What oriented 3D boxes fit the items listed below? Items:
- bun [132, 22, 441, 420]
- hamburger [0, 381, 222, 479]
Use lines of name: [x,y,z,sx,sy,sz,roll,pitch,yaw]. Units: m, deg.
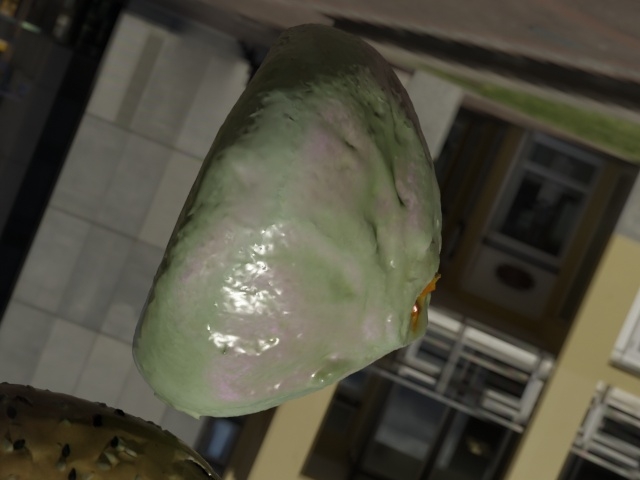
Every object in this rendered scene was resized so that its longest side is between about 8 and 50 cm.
bun: [0.000,0.000,0.942,0.187,0.293,0.293,23,-175,-2]
hamburger: [-0.191,0.256,0.931,0.277,0.317,0.195,-10,167,-34]
